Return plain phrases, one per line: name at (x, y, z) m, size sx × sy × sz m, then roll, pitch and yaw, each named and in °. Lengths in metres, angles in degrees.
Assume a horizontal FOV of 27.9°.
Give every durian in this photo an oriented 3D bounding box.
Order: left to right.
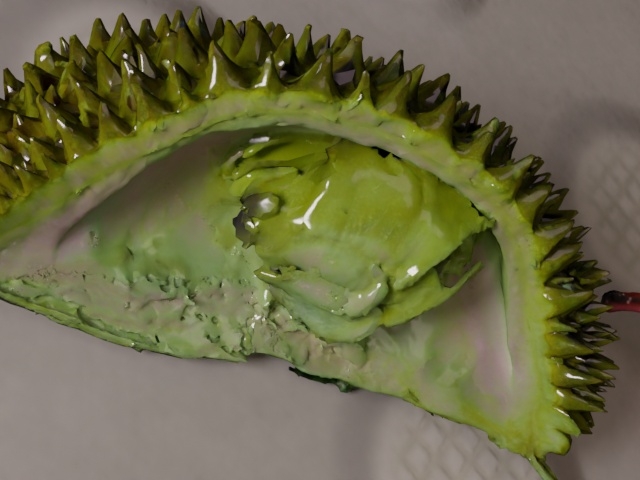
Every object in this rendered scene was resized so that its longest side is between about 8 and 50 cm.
durian at (0.007, -0.006, 0.601) m, size 0.355 × 0.157 × 0.169 m, roll 24°, pitch 91°, yaw -24°

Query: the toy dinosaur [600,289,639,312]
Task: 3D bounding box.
toy dinosaur at (0.281, 0.106, 0.761) m, size 0.286 × 0.070 × 0.139 m, roll 49°, pitch 38°, yaw -3°
